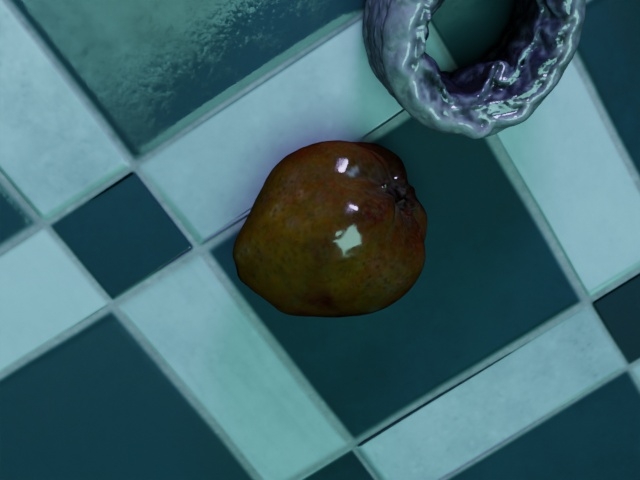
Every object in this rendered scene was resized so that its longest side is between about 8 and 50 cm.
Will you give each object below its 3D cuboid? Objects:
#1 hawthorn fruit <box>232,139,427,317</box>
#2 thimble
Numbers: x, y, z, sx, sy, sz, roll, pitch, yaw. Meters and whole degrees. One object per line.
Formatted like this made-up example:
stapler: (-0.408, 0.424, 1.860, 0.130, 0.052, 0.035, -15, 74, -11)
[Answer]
hawthorn fruit: (0.000, 0.000, 1.258, 0.248, 0.208, 0.208, -31, 119, 32)
thimble: (0.167, -0.238, 1.187, 0.217, 0.157, 0.245, 31, 105, -22)
